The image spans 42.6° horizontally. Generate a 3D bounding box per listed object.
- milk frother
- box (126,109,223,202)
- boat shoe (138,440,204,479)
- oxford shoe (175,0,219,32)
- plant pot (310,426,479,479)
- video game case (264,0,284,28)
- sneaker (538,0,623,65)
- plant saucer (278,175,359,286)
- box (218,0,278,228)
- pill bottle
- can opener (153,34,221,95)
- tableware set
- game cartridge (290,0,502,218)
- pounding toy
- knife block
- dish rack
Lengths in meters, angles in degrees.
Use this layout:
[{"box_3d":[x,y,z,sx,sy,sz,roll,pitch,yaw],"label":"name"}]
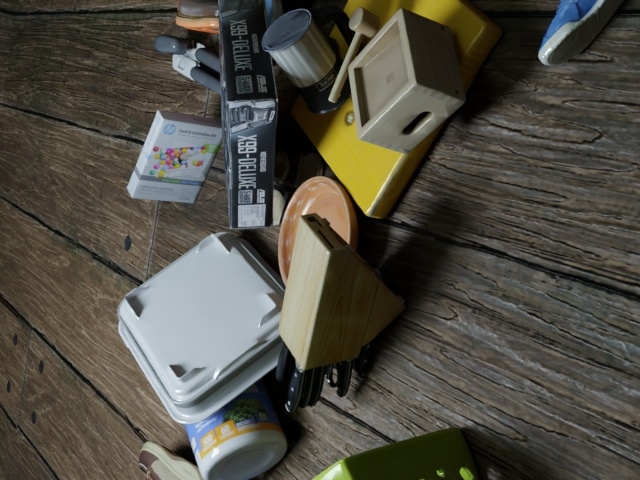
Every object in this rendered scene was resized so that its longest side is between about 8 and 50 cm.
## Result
[{"box_3d":[-0.022,-0.285,1.227,0.143,0.135,0.129,23,70,46],"label":"milk frother"},{"box_3d":[-0.284,-0.162,1.621,0.038,0.145,0.186,52,125,38],"label":"box"},{"box_3d":[-0.278,0.462,1.512,0.342,0.123,0.123,-2,51,59],"label":"boat shoe"},{"box_3d":[-0.197,-0.456,1.487,0.364,0.130,0.133,-126,43,-59],"label":"oxford shoe"},{"box_3d":[0.085,0.388,1.028,0.228,0.227,0.207,-48,57,37],"label":"plant pot"},{"box_3d":[-0.114,-0.414,1.473,0.212,0.023,0.193,130,134,-63],"label":"video game case"},{"box_3d":[0.295,-0.283,0.954,0.152,0.058,0.085,-52,54,30],"label":"sneaker"},{"box_3d":[0.000,0.000,1.288,0.200,0.037,0.200,-15,72,54],"label":"plant saucer"},{"box_3d":[-0.121,-0.203,1.331,0.307,0.076,0.242,97,167,-54],"label":"box"},{"box_3d":[-0.172,0.267,1.420,0.152,0.152,0.272,-54,47,33],"label":"pill bottle"},{"box_3d":[-0.250,-0.352,1.639,0.283,0.095,0.076,37,115,49],"label":"can opener"},{"box_3d":[-0.053,-0.086,1.416,0.168,0.020,0.141,17,99,51],"label":"tableware set"},{"box_3d":[0.097,-0.243,1.223,0.324,0.052,0.285,-58,45,27],"label":"game cartridge"},{"box_3d":[0.096,-0.226,1.114,0.181,0.094,0.206,-42,45,46],"label":"pounding toy"},{"box_3d":[-0.011,0.121,1.169,0.242,0.275,0.088,-43,48,3],"label":"knife block"},{"box_3d":[-0.196,0.123,1.396,0.285,0.072,0.333,-36,45,-11],"label":"dish rack"}]
